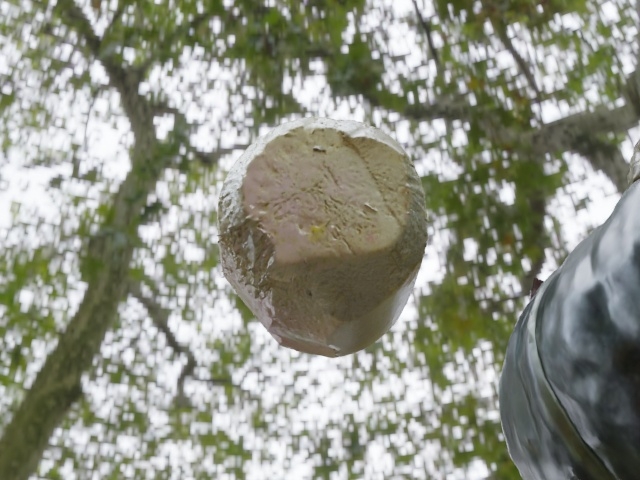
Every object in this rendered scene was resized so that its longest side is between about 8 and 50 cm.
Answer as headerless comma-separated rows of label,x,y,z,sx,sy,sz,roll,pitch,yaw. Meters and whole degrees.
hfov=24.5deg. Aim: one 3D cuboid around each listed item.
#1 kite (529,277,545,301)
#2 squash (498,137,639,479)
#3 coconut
kite,0.178,0.074,0.899,0.157,0.011,0.139,-38,-97,-8
squash,0.172,0.015,0.487,0.165,0.252,0.252,43,-63,3
coconut,0.000,0.000,0.805,0.116,0.116,0.122,-2,-21,-1
